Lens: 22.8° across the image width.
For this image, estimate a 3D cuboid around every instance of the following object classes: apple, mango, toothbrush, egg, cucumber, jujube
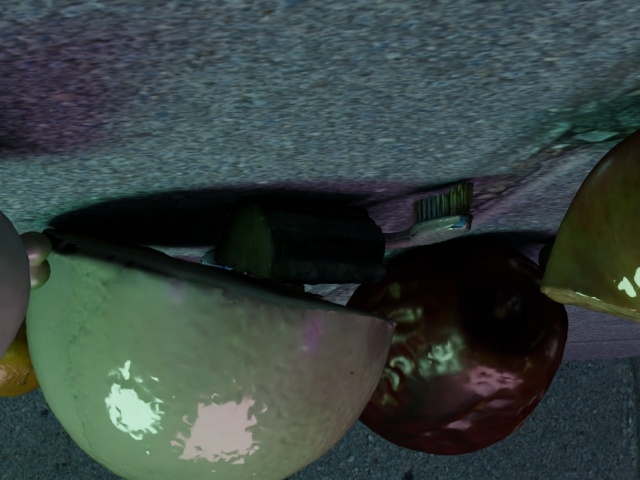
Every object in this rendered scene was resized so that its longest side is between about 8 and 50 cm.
[{"bbox_3d":[0.296,0.001,0.985,0.251,0.163,0.293,16,-178,-33],"label":"apple"},{"bbox_3d":[-0.378,0.132,1.886,0.147,0.109,0.227,-6,174,-8],"label":"mango"},{"bbox_3d":[0.000,0.000,1.366,0.035,0.042,0.413,9,168,-32],"label":"toothbrush"},{"bbox_3d":[-0.102,0.114,1.327,0.337,0.201,0.337,11,-179,0],"label":"egg"},{"bbox_3d":[-0.019,-0.001,1.252,0.115,0.062,0.116,5,-174,-37],"label":"cucumber"},{"bbox_3d":[0.136,0.108,1.625,0.223,0.223,0.318,-1,163,-14],"label":"jujube"}]

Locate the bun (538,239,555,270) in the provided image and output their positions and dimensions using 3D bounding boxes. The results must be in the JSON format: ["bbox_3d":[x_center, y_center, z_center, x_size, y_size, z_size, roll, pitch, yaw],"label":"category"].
[{"bbox_3d":[0.258,0.026,1.577,0.086,0.055,0.086,-4,173,0],"label":"bun"}]

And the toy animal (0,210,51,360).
[{"bbox_3d":[-0.289,0.036,0.920,0.310,0.183,0.247,-5,-154,34],"label":"toy animal"}]

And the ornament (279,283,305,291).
[{"bbox_3d":[-0.103,0.088,1.788,0.236,0.080,0.202,-7,167,26],"label":"ornament"}]

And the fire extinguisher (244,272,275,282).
[{"bbox_3d":[-0.062,0.037,1.648,0.038,0.025,0.083,-43,165,6],"label":"fire extinguisher"}]
